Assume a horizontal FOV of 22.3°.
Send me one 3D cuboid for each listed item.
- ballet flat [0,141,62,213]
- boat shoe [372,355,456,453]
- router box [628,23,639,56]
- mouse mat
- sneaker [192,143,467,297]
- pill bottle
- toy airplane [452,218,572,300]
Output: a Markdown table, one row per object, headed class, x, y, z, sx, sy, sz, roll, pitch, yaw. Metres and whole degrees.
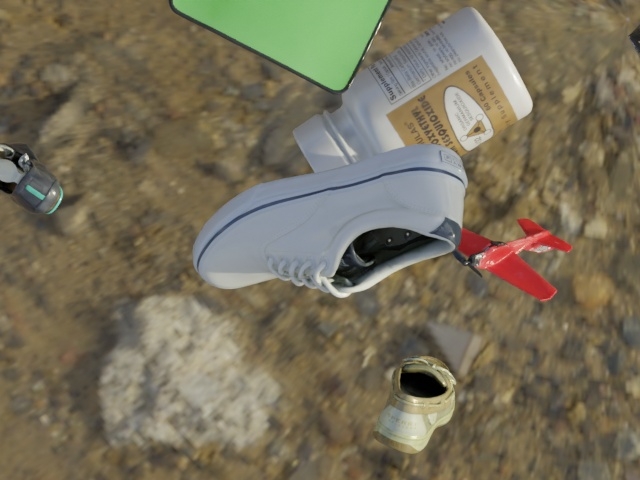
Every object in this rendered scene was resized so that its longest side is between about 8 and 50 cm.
| class | x | y | z | sx | sy | sz | roll | pitch | yaw |
| --- | --- | --- | --- | --- | --- | --- | --- | --- | --- |
| ballet flat | -0.383 | -0.088 | 2.014 | 0.074 | 0.203 | 0.074 | -11 | 113 | -28 |
| boat shoe | 0.079 | 0.119 | 1.294 | 0.056 | 0.153 | 0.048 | 21 | 110 | 12 |
| router box | 0.281 | -0.163 | 1.103 | 0.092 | 0.122 | 0.038 | -47 | 107 | -28 |
| mouse mat | -0.029 | -0.241 | 1.518 | 0.189 | 0.007 | 0.152 | 27 | 84 | -8 |
| sneaker | 0.000 | 0.000 | 1.322 | 0.258 | 0.094 | 0.091 | -21 | 49 | 30 |
| pill bottle | 0.093 | -0.132 | 1.700 | 0.229 | 0.131 | 0.131 | -32 | 91 | 4 |
| toy airplane | 0.191 | 0.010 | 1.614 | 0.151 | 0.151 | 0.028 | 19 | 116 | 8 |
